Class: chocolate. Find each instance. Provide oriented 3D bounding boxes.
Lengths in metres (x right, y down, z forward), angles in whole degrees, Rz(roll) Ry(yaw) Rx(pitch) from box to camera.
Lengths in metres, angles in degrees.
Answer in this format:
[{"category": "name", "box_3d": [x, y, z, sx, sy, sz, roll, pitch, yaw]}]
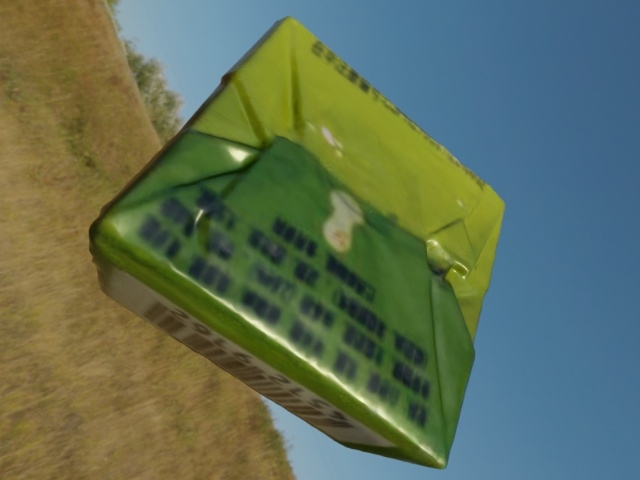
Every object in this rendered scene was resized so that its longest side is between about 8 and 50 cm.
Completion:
[{"category": "chocolate", "box_3d": [0.000, 0.000, 0.475, 0.301, 0.288, 0.137, 38, -39, -14]}]
